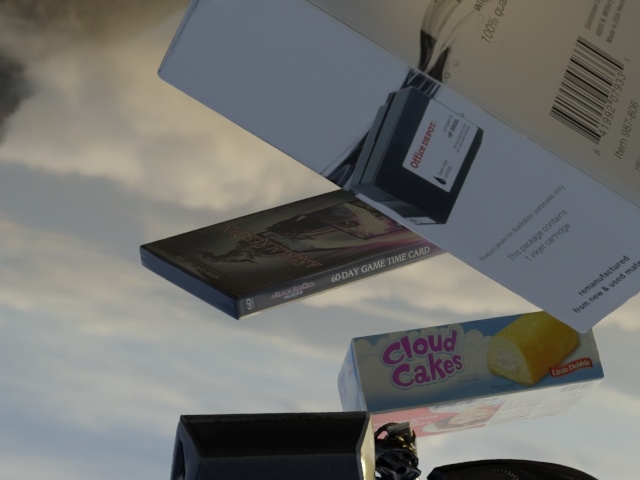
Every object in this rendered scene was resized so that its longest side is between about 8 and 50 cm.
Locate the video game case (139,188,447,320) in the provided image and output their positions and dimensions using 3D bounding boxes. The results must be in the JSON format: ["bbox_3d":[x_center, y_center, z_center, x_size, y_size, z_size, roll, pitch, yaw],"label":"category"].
[{"bbox_3d":[0.000,0.000,1.220,0.274,0.026,0.196,-16,-160,-27],"label":"video game case"}]

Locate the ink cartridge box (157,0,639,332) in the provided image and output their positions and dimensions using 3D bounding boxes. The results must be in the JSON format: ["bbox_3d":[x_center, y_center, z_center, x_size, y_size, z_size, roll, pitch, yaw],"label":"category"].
[{"bbox_3d":[0.116,-0.160,1.049,0.395,0.285,0.166,31,142,-7],"label":"ink cartridge box"}]

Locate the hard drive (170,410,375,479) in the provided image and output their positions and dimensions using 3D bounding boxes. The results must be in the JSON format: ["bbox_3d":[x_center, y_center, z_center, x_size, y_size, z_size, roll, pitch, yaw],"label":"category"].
[{"bbox_3d":[-0.039,0.260,1.097,0.172,0.255,0.054,0,-157,-7],"label":"hard drive"}]

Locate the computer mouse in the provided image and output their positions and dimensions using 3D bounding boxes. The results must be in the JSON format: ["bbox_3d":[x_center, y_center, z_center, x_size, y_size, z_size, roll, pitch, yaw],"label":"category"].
[{"bbox_3d":[0.181,0.240,1.280,0.272,0.072,0.188,14,149,16],"label":"computer mouse"}]

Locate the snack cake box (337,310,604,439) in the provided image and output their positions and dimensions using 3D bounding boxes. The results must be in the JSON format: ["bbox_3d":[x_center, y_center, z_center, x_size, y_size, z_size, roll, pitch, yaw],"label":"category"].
[{"bbox_3d":[0.160,0.152,1.489,0.264,0.089,0.152,-8,160,-9],"label":"snack cake box"}]
